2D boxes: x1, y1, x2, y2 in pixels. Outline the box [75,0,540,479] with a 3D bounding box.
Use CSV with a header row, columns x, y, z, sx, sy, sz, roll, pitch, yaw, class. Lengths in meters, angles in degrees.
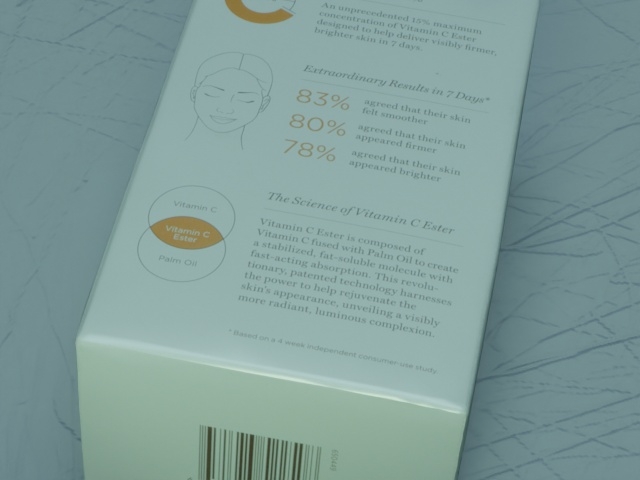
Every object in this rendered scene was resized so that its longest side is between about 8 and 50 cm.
x,y,z,sx,sy,sz,roll,pitch,yaw,class
0.000,0.000,1.187,0.215,0.168,0.345,10,49,5,box
